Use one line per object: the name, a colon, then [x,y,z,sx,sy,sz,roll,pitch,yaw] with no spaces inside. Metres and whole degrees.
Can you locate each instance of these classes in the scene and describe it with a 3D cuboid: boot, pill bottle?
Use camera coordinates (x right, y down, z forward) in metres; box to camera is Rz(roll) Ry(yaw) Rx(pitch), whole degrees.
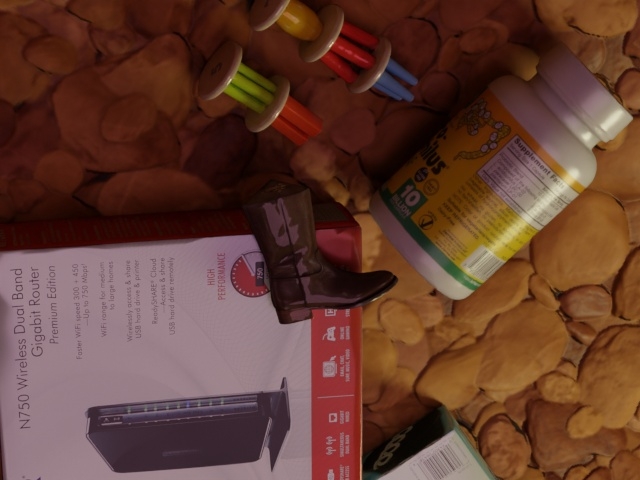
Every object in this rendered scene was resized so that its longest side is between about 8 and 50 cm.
boot: [0.000,0.000,1.359,0.106,0.037,0.114,-18,105,-10]
pill bottle: [0.150,-0.060,1.407,0.208,0.117,0.117,-43,119,11]

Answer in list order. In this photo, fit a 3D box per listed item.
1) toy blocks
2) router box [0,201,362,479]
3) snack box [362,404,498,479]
toy blocks: [-0.005,-0.127,1.369,0.148,0.054,0.123,31,106,-27]
router box: [-0.119,0.145,1.437,0.301,0.082,0.335,-5,108,-12]
snack box: [0.034,0.317,1.602,0.322,0.060,0.187,-33,110,5]
